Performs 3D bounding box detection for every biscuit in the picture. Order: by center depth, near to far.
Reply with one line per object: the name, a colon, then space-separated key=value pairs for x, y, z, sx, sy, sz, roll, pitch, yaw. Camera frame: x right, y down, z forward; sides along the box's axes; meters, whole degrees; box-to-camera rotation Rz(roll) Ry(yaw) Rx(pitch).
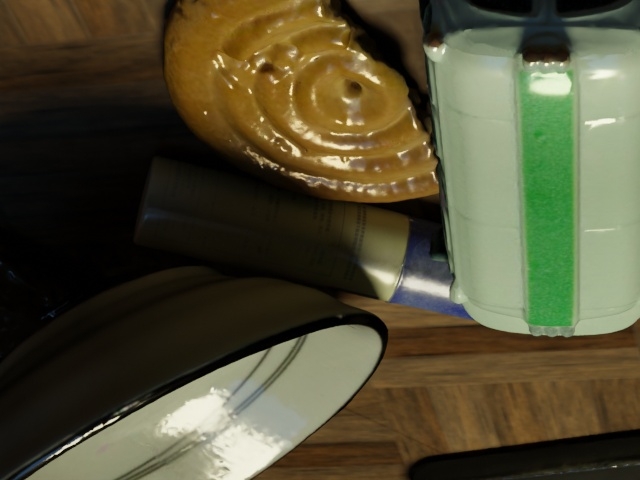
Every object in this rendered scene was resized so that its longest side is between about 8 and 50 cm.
biscuit: x=-0.018 y=-0.084 z=0.987 sx=0.145 sy=0.033 sz=0.224 roll=-10 pitch=141 yaw=22

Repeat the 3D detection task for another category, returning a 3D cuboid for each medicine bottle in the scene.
medicine bottle: x=0.000 y=0.000 z=1.079 sx=0.231 sy=0.059 sz=0.059 roll=14 pitch=144 yaw=-8

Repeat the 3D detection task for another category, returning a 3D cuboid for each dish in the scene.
dish: x=-0.116 y=0.099 z=1.074 sx=0.316 sy=0.106 sz=0.316 roll=-28 pitch=161 yaw=-10

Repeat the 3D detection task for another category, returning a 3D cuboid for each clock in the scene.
clock: x=0.237 y=0.249 z=1.395 sx=0.279 sy=0.049 sz=0.273 roll=-11 pitch=142 yaw=24

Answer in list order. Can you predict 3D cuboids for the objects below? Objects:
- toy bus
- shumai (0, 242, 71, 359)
toy bus: x=0.119 y=-0.070 z=0.871 sx=0.134 sy=0.164 sz=0.276 roll=1 pitch=144 yaw=10
shumai: x=-0.263 y=0.100 z=1.165 sx=0.206 sy=0.175 sz=0.166 roll=22 pitch=142 yaw=-16
